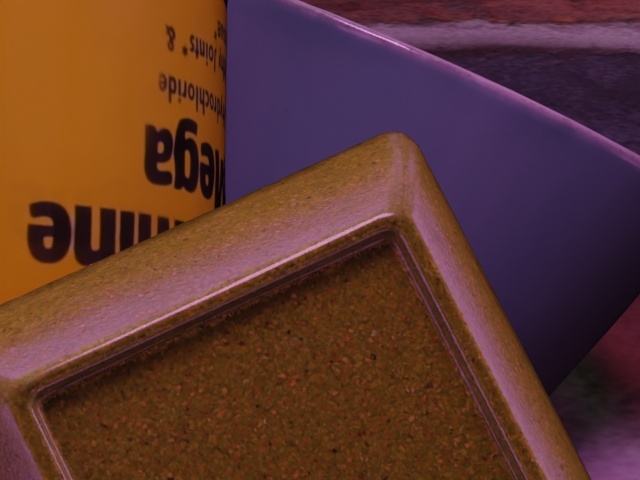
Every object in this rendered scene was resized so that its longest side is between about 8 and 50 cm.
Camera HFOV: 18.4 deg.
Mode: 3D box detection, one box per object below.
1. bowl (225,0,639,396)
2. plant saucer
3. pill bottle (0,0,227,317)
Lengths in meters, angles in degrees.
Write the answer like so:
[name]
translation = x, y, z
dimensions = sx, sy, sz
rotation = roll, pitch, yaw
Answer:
[bowl]
translation = 0.000, 0.000, 0.898
dimensions = 0.311, 0.163, 0.311
rotation = 22, 0, 0
[plant saucer]
translation = -0.007, 0.078, 0.583
dimensions = 0.188, 0.188, 0.045
rotation = -25, -7, -16
[pill bottle]
translation = -0.126, 0.015, 0.693
dimensions = 0.188, 0.334, 0.188
rotation = 0, -7, 0
